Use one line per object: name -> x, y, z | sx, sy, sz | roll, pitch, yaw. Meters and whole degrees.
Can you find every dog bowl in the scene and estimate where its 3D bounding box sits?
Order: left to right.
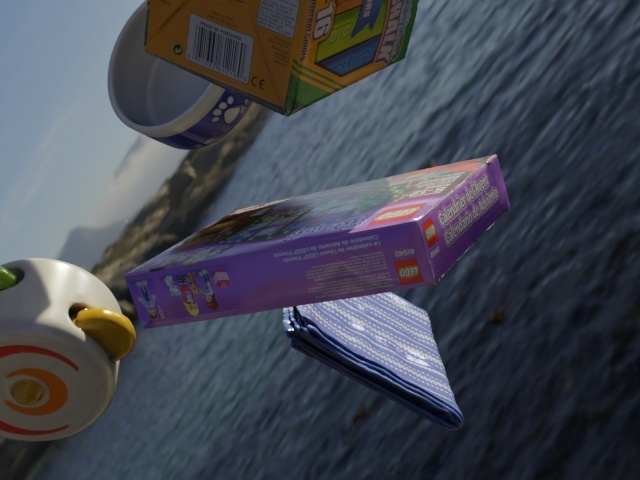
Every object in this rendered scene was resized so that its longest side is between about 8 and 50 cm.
dog bowl -> -0.227, -0.289, 1.760 | 0.265, 0.104, 0.265 | -12, 68, 32

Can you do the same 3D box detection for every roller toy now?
roller toy -> -0.327, 0.132, 1.218 | 0.146, 0.209, 0.191 | -95, 19, -52

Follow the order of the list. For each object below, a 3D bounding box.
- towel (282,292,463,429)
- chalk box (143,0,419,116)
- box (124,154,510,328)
towel -> 0.061, 0.103, 1.345 | 0.040, 0.243, 0.336 | -57, 12, 15
chalk box -> -0.008, -0.268, 1.026 | 0.289, 0.180, 0.179 | -36, -34, -49
box -> 0.000, 0.000, 0.939 | 0.293, 0.057, 0.201 | -11, 14, 30
